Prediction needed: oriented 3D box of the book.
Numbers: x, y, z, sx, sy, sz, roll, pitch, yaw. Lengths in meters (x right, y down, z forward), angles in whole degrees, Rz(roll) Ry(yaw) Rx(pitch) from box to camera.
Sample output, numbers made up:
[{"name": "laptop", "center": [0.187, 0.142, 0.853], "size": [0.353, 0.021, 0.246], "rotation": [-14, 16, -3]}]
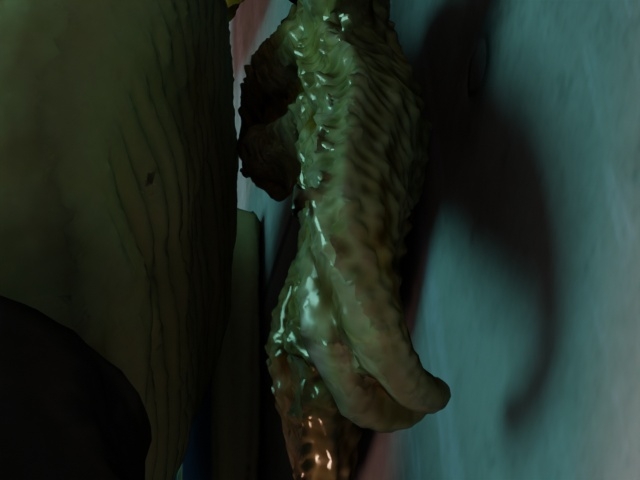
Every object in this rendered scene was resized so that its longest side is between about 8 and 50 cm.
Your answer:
[{"name": "book", "center": [-0.105, 0.226, 1.283], "size": [0.300, 0.039, 0.428], "rotation": [-92, 17, -44]}]

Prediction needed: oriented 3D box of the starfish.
[{"name": "starfish", "center": [0.000, 0.000, 0.872], "size": [0.432, 0.082, 0.324], "rotation": [111, 159, -67]}]

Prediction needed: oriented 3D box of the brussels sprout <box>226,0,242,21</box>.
[{"name": "brussels sprout", "center": [-0.120, -0.233, 1.416], "size": [0.223, 0.161, 0.223], "rotation": [-168, 90, -71]}]

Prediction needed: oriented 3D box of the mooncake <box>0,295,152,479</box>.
[{"name": "mooncake", "center": [-0.162, 0.212, 0.731], "size": [0.381, 0.350, 0.212], "rotation": [-118, 32, -44]}]

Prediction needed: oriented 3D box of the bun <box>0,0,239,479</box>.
[{"name": "bun", "center": [-0.163, -0.005, 1.021], "size": [0.361, 0.213, 0.361], "rotation": [5, -90, -82]}]

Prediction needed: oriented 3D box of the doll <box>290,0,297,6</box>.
[{"name": "doll", "center": [-0.011, -0.201, 0.992], "size": [0.127, 0.088, 0.249], "rotation": [-57, -6, -4]}]
